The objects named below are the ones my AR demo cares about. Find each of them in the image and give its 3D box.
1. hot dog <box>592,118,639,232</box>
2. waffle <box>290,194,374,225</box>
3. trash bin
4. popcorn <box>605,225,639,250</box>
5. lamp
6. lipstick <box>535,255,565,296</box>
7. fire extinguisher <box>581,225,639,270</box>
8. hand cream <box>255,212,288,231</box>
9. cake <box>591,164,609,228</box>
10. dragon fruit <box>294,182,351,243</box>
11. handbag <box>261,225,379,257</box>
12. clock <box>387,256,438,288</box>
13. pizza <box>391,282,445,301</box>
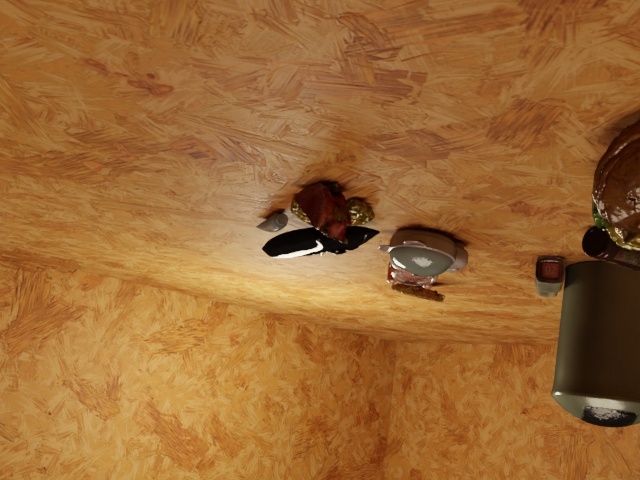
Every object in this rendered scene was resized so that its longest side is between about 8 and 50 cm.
[{"bbox_3d":[0.536,-0.114,0.973,0.196,0.122,0.272,11,152,-13],"label":"hot dog"},{"bbox_3d":[0.028,-0.065,1.578,0.194,0.051,0.149,2,167,24],"label":"waffle"},{"bbox_3d":[0.791,0.292,1.830,0.280,0.432,0.280,8,166,2],"label":"trash bin"},{"bbox_3d":[0.603,-0.041,1.230,0.126,0.126,0.145,5,-170,-39],"label":"popcorn"},{"bbox_3d":[0.287,0.043,1.768,0.246,0.108,0.179,16,168,-32],"label":"lamp"},{"bbox_3d":[0.659,0.112,1.910,0.079,0.077,0.253,3,165,19],"label":"lipstick"},{"bbox_3d":[0.729,0.027,1.531,0.252,0.075,0.106,15,164,-28],"label":"fire extinguisher"},{"bbox_3d":[-0.123,-0.043,1.763,0.065,0.043,0.170,11,168,-17],"label":"hand cream"},{"bbox_3d":[0.576,-0.082,1.112,0.235,0.100,0.099,-3,164,37],"label":"cake"},{"bbox_3d":[0.021,-0.075,1.456,0.102,0.096,0.147,31,-164,-51],"label":"dragon fruit"},{"bbox_3d":[0.000,0.000,1.738,0.211,0.089,0.254,-5,176,-39],"label":"handbag"},{"bbox_3d":[0.277,0.069,1.937,0.165,0.093,0.162,9,157,-2],"label":"clock"},{"bbox_3d":[0.339,0.175,2.380,0.193,0.053,0.201,18,174,-42],"label":"pizza"}]
